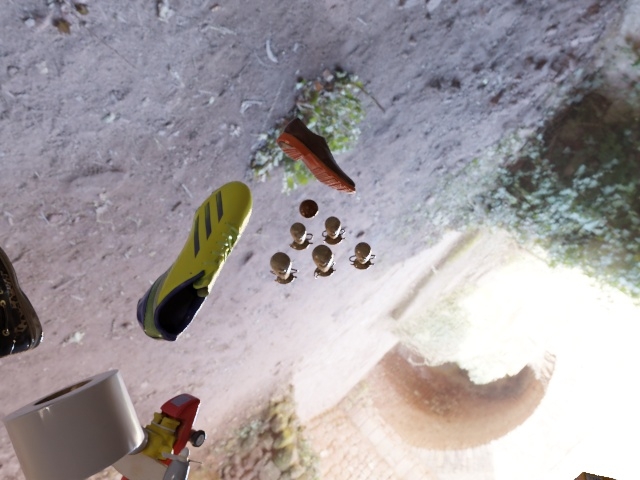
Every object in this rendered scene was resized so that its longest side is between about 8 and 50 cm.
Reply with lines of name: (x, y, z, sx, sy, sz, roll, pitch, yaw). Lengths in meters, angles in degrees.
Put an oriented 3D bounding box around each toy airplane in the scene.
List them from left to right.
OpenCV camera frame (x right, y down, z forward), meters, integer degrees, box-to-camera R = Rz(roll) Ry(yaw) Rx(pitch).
toy airplane: (-0.549, 0.668, 1.574, 0.386, 0.384, 0.272, -18, 133, -1)

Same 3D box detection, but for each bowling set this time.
bowling set: (0.000, 0.000, 1.405, 0.287, 0.200, 0.154, -5, 154, 2)

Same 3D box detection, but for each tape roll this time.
tape roll: (-0.536, 0.410, 1.134, 0.246, 0.169, 0.246, -20, -179, 0)

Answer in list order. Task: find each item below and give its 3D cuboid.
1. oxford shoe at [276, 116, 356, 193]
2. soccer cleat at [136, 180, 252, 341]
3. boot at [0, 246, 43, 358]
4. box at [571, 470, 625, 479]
oxford shoe: (0.009, -0.230, 1.427, 0.097, 0.271, 0.098, 1, -123, 58)
soccer cleat: (-0.183, 0.034, 0.828, 0.093, 0.121, 0.289, 41, 75, -37)
boot: (-0.866, 0.138, 1.210, 0.138, 0.377, 0.284, -30, 180, 17)
box: (0.422, 0.414, 0.820, 0.028, 0.081, 0.136, -80, -177, -49)
